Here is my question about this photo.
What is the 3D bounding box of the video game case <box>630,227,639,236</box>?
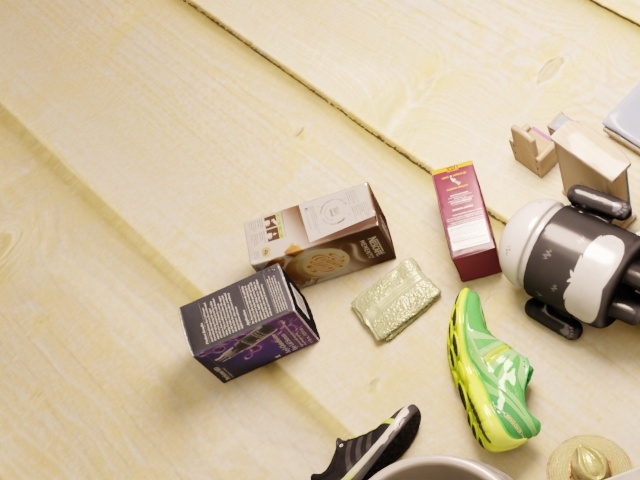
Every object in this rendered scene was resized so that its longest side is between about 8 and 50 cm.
[{"bbox_3d":[0.610,0.028,1.732,0.143,0.019,0.157,-27,57,4],"label":"video game case"}]

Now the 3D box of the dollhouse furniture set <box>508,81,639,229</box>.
[{"bbox_3d":[0.533,-0.220,1.786,0.303,0.198,0.286,-43,58,-7],"label":"dollhouse furniture set"}]

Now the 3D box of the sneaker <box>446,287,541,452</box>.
[{"bbox_3d":[0.289,0.216,1.712,0.123,0.109,0.295,-6,57,-10],"label":"sneaker"}]

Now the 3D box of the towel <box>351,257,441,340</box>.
[{"bbox_3d":[0.138,0.107,1.852,0.148,0.027,0.110,-38,58,-3],"label":"towel"}]

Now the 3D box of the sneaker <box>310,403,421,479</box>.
[{"bbox_3d":[0.068,0.352,1.714,0.235,0.084,0.097,-46,57,-8],"label":"sneaker"}]

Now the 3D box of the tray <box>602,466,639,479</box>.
[{"bbox_3d":[0.489,0.410,1.511,0.270,0.030,0.145,-15,50,-16],"label":"tray"}]

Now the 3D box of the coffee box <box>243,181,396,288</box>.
[{"bbox_3d":[0.000,0.000,1.891,0.246,0.141,0.098,-18,58,10],"label":"coffee box"}]

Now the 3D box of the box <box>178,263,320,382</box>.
[{"bbox_3d":[-0.129,0.153,1.849,0.207,0.153,0.108,-26,58,7],"label":"box"}]

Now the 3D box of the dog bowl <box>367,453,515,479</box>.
[{"bbox_3d":[0.175,0.481,1.515,0.349,0.102,0.349,-10,59,17],"label":"dog bowl"}]

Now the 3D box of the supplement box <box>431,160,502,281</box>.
[{"bbox_3d":[0.265,-0.035,1.837,0.081,0.104,0.188,-16,60,11],"label":"supplement box"}]

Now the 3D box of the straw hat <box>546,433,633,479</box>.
[{"bbox_3d":[0.422,0.354,1.586,0.144,0.061,0.144,-9,51,11],"label":"straw hat"}]

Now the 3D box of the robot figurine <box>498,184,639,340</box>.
[{"bbox_3d":[0.435,0.039,1.701,0.278,0.173,0.209,28,72,29],"label":"robot figurine"}]
